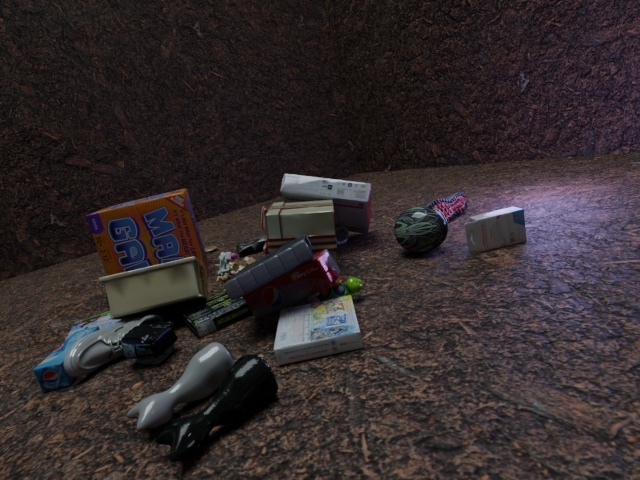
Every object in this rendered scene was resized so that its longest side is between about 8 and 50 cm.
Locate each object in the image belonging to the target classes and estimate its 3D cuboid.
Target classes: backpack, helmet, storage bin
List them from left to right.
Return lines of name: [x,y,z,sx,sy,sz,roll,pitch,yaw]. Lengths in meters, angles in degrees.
backpack: [-0.432,0.260,1.014,0.114,0.084,0.105,-2,18,13]
storage bin: [-0.495,0.154,1.265,0.262,0.123,0.260,-14,-7,-11]
helmet: [0.329,-0.037,1.330,0.170,0.169,0.161,-10,-2,12]

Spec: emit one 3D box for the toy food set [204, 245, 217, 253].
toy food set: [-0.580,0.049,2.106,0.083,0.020,0.083,-24,18,-37]

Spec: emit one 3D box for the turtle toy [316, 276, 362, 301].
turtle toy: [0.051,0.138,1.092,0.130,0.066,0.095,-11,14,7]

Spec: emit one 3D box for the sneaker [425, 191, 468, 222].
sneaker: [0.501,-0.120,1.686,0.262,0.104,0.125,-18,-3,-35]

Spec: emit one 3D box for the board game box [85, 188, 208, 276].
board game box: [-0.704,0.000,1.715,0.357,0.356,0.356,-16,14,-14]

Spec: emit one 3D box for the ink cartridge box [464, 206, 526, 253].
ink cartridge box: [0.525,-0.031,1.239,0.181,0.104,0.061,-13,14,0]

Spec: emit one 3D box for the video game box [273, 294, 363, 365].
video game box: [-0.006,0.201,0.939,0.187,0.048,0.205,-14,14,3]

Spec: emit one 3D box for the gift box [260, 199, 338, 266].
gift box: [-0.074,-0.007,1.430,0.258,0.255,0.276,-4,11,0]

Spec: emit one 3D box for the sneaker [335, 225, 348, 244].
sneaker: [0.000,0.000,1.671,0.232,0.090,0.115,-12,4,-33]

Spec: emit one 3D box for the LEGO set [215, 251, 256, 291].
LEGO set: [-0.258,0.118,1.387,0.107,0.132,0.287,7,-5,11]

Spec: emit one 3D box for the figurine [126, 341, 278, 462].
figurine: [-0.223,0.287,0.736,0.215,0.092,0.209,0,23,44]

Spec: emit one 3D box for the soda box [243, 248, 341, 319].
soda box: [-0.080,0.120,1.091,0.263,0.083,0.092,-28,6,26]

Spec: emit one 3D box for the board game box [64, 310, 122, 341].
board game box: [-0.707,0.280,1.284,0.160,0.039,0.211,-18,16,-19]

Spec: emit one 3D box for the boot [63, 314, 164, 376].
boot: [-0.533,0.263,1.071,0.123,0.095,0.258,-16,12,18]

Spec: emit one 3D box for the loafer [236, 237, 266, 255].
loafer: [-0.301,0.034,1.861,0.170,0.062,0.061,-17,36,-1]

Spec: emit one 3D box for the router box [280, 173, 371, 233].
router box: [0.032,-0.141,1.628,0.336,0.082,0.301,8,-21,9]

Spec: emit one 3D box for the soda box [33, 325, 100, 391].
soda box: [-0.657,0.308,1.073,0.071,0.067,0.210,-14,13,-2]

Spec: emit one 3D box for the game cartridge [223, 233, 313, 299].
game cartridge: [-0.130,0.065,1.116,0.230,0.068,0.355,-33,4,1]

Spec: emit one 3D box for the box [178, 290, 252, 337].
box: [-0.302,0.207,1.196,0.191,0.045,0.184,-22,14,-29]
